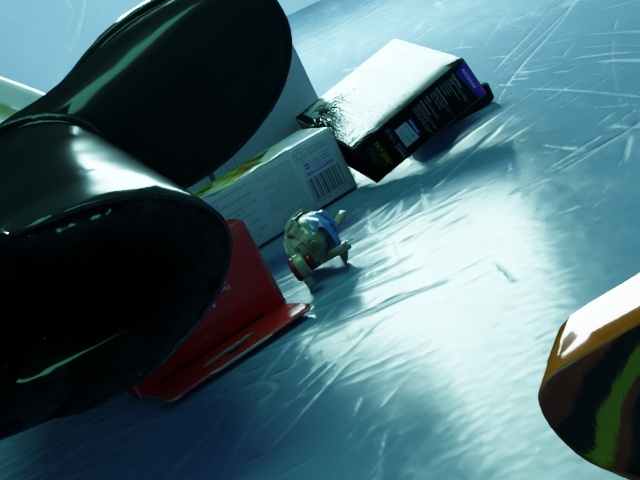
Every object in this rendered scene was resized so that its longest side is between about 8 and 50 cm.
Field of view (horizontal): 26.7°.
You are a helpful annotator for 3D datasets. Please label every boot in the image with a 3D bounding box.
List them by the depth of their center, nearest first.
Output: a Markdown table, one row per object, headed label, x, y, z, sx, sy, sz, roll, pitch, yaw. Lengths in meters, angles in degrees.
| label | x | y | z | sx | sy | sz | roll | pitch | yaw |
| --- | --- | --- | --- | --- | --- | --- | --- | --- | --- |
| boot | -0.133 | -0.048 | 0.901 | 0.367 | 0.146 | 0.445 | -39 | 14 | -4 |

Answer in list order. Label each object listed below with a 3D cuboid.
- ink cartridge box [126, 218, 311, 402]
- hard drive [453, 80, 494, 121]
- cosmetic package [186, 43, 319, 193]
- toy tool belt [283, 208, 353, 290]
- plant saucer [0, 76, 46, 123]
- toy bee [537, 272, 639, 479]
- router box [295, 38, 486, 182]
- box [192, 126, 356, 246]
| label | x | y | z | sx | sy | sz | roll | pitch | yaw |
| --- | --- | --- | --- | --- | --- | --- | --- | --- | --- |
| ink cartridge box | -0.122 | 0.045 | 1.018 | 0.134 | 0.078 | 0.231 | -34 | 17 | -24 |
| hard drive | 0.108 | -0.134 | 1.365 | 0.094 | 0.022 | 0.135 | -28 | 15 | -9 |
| cosmetic package | -0.143 | -0.084 | 1.389 | 0.224 | 0.138 | 0.225 | -12 | 19 | 42 |
| toy tool belt | 0.000 | 0.000 | 1.026 | 0.051 | 0.052 | 0.083 | -32 | 14 | 8 |
| plant saucer | -0.375 | -0.100 | 1.591 | 0.400 | 0.401 | 0.100 | -93 | 26 | -74 |
| toy bee | 0.225 | 0.015 | 0.470 | 0.195 | 0.162 | 0.298 | -49 | 2 | -39 |
| router box | 0.062 | -0.128 | 1.288 | 0.133 | 0.046 | 0.179 | -39 | 22 | -5 |
| box | -0.115 | 0.000 | 1.189 | 0.324 | 0.067 | 0.063 | -33 | 16 | -24 |
